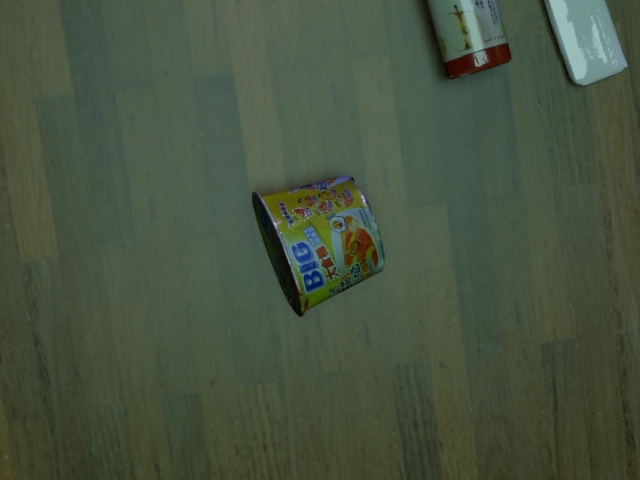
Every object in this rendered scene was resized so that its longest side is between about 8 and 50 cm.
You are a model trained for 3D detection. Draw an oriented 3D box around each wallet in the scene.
[{"bbox_3d":[0.413,-0.343,1.577,0.095,0.033,0.190,-23,97,-2],"label":"wallet"}]

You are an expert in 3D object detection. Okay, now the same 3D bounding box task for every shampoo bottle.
[{"bbox_3d":[0.207,-0.394,1.525,0.104,0.104,0.278,-17,96,-1],"label":"shampoo bottle"}]

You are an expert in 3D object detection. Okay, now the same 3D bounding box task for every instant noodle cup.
[{"bbox_3d":[0.000,0.000,1.516,0.153,0.205,0.205,-19,96,-11],"label":"instant noodle cup"}]
